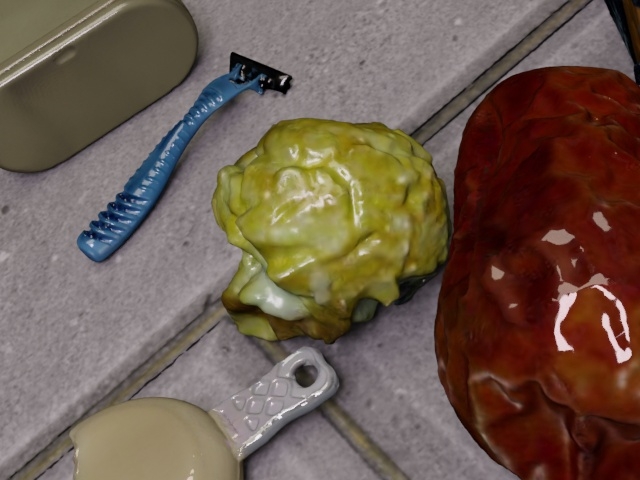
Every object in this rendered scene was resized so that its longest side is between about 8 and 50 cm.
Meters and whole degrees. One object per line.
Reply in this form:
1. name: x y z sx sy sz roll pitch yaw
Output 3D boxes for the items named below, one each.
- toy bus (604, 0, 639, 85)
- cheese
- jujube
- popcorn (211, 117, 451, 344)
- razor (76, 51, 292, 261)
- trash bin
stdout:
1. toy bus: 0.288 -0.265 1.009 0.162 0.194 0.323 -19 47 9
2. cheese: -0.094 0.180 0.928 0.249 0.071 0.163 -19 50 8
3. jujube: 0.178 0.006 0.861 0.216 0.216 0.342 -13 38 15
4. popcorn: 0.000 0.000 0.967 0.198 0.198 0.212 40 104 39
5. razor: -0.136 -0.082 1.158 0.082 0.042 0.253 29 71 35
6. trash bin: -0.273 -0.213 1.269 0.243 0.121 0.247 -34 46 -4
